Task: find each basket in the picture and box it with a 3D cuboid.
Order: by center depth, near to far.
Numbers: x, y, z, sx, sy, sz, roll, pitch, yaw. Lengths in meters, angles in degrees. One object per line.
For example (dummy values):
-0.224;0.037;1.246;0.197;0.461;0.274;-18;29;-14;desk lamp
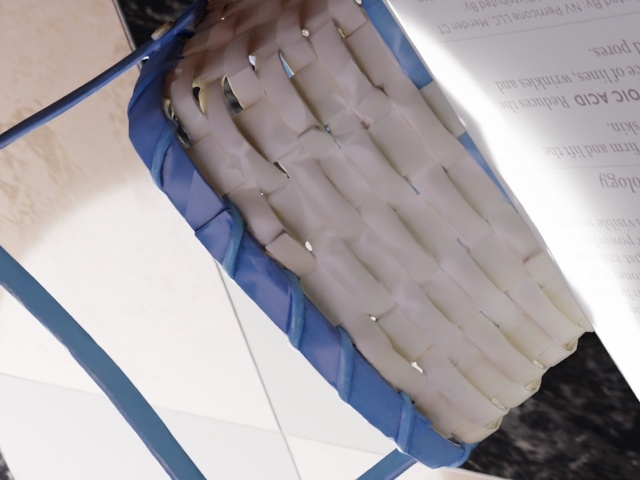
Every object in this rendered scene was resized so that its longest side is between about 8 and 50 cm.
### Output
0.000;0.000;0.796;0.289;0.201;0.255;-34;106;18;basket

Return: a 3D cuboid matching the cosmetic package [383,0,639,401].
0.207;-0.026;0.604;0.385;0.217;0.156;53;156;-19;cosmetic package
